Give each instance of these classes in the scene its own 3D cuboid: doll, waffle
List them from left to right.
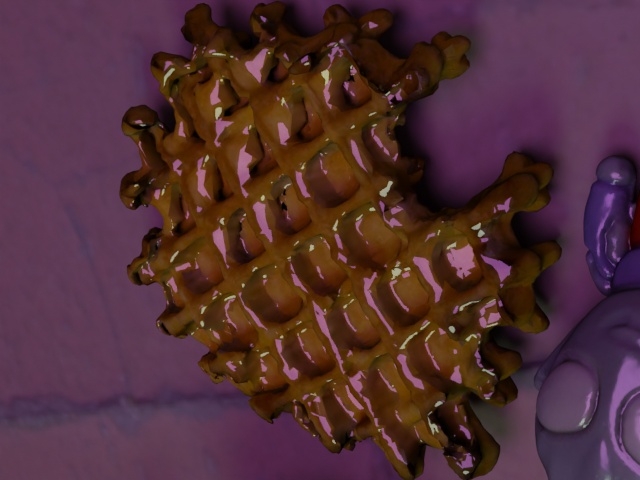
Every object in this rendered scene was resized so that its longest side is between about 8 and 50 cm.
[{"bbox_3d":[0.000,0.000,0.592,0.232,0.051,0.228,15,117,25],"label":"waffle"},{"bbox_3d":[0.142,0.060,0.522,0.102,0.075,0.227,25,108,38],"label":"doll"}]
